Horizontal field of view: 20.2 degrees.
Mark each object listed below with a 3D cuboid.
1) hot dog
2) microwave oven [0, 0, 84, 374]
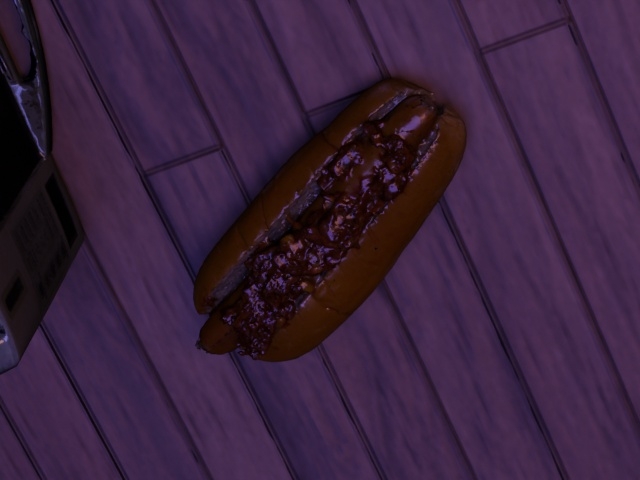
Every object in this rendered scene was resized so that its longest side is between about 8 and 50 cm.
[{"bbox_3d":[0.000,0.000,1.186,0.102,0.076,0.249,38,116,-11],"label":"hot dog"},{"bbox_3d":[-0.370,-0.088,1.130,0.333,0.247,0.394,-16,111,17],"label":"microwave oven"}]
